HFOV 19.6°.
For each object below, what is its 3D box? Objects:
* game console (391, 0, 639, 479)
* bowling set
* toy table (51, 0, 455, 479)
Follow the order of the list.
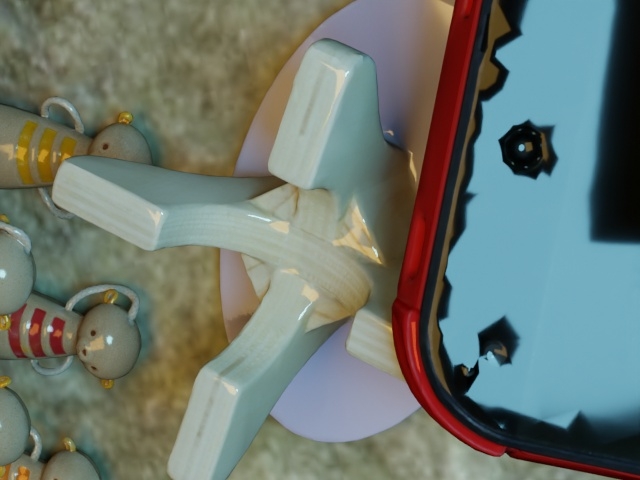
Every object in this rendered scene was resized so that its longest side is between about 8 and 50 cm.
[{"bbox_3d":[0.227,-0.065,0.850,0.342,0.060,0.386,11,95,-2],"label":"game console"},{"bbox_3d":[-0.208,0.066,1.098,0.154,0.200,0.287,9,108,23],"label":"bowling set"},{"bbox_3d":[0.000,0.000,0.999,0.252,0.161,0.274,15,108,23],"label":"toy table"}]
